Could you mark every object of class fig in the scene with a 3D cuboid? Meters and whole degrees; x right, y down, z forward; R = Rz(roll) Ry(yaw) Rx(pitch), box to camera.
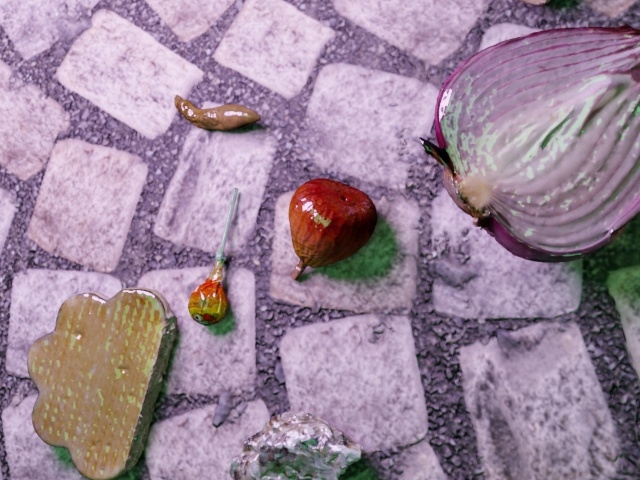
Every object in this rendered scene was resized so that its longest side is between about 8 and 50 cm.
[{"bbox_3d":[0.002,-0.006,1.015,0.119,0.119,0.153,29,95,16],"label":"fig"}]

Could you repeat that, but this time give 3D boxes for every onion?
[{"bbox_3d":[0.304,-0.138,0.926,0.348,0.159,0.267,-33,89,3],"label":"onion"}]

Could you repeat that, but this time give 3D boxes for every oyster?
[{"bbox_3d":[-0.037,0.291,1.029,0.177,0.064,0.125,-40,81,10],"label":"oyster"}]

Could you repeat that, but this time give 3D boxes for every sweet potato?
[{"bbox_3d":[-0.153,-0.180,1.114,0.153,0.038,0.041,14,67,24],"label":"sweet potato"}]

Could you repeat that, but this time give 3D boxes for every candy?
[{"bbox_3d":[-0.142,0.022,1.091,0.060,0.060,0.201,10,81,16],"label":"candy"}]

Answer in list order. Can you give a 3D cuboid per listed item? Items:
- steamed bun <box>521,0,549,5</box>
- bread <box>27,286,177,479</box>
[{"bbox_3d":[0.243,-0.446,0.993,0.231,0.110,0.212,32,93,13],"label":"steamed bun"},{"bbox_3d":[-0.325,0.190,1.116,0.207,0.056,0.287,20,91,13],"label":"bread"}]
